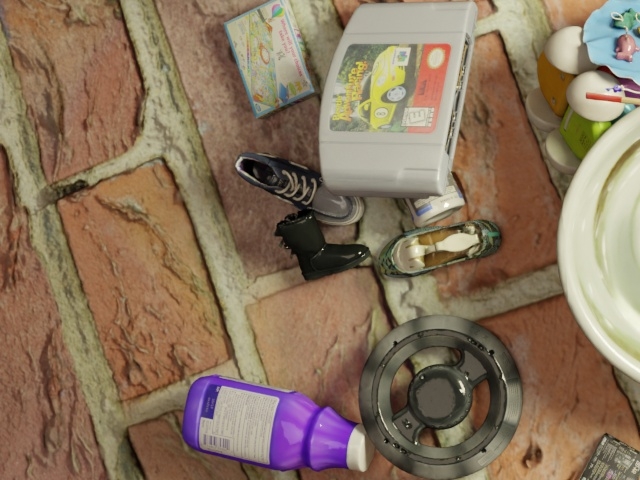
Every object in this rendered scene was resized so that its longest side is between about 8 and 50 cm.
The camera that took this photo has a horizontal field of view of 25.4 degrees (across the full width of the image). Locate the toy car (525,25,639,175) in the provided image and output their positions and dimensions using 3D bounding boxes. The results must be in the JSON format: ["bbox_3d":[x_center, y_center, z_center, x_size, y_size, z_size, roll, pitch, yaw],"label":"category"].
[{"bbox_3d":[0.359,-0.184,1.864,0.136,0.159,0.182,-7,53,-16],"label":"toy car"}]

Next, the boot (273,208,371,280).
[{"bbox_3d":[0.000,0.000,2.047,0.121,0.045,0.099,-18,110,27],"label":"boot"}]

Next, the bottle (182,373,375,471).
[{"bbox_3d":[-0.060,0.274,2.066,0.282,0.092,0.118,9,92,22],"label":"bottle"}]

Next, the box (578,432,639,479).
[{"bbox_3d":[0.393,0.311,1.914,0.067,0.018,0.083,28,101,20],"label":"box"}]

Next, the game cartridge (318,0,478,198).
[{"bbox_3d":[0.100,-0.199,1.958,0.196,0.060,0.294,1,66,26],"label":"game cartridge"}]

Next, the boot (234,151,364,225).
[{"bbox_3d":[-0.033,-0.073,2.056,0.190,0.086,0.069,24,99,21],"label":"boot"}]

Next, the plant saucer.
[{"bbox_3d":[0.502,0.003,1.800,0.400,0.100,0.401,1,96,12],"label":"plant saucer"}]

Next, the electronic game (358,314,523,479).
[{"bbox_3d":[0.166,0.217,1.978,0.229,0.048,0.229,-1,83,9],"label":"electronic game"}]

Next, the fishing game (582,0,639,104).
[{"bbox_3d":[0.425,-0.261,1.789,0.189,0.264,0.041,10,138,14],"label":"fishing game"}]

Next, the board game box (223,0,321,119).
[{"bbox_3d":[-0.072,-0.270,2.103,0.103,0.026,0.154,-22,82,22],"label":"board game box"}]

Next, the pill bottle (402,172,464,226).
[{"bbox_3d":[0.140,-0.095,1.987,0.078,0.078,0.137,-27,80,21],"label":"pill bottle"}]

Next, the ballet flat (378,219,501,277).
[{"bbox_3d":[0.158,0.009,1.988,0.188,0.070,0.070,-18,83,22],"label":"ballet flat"}]
